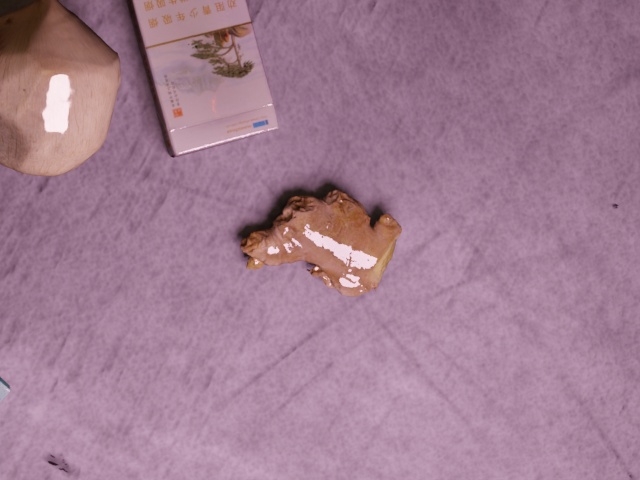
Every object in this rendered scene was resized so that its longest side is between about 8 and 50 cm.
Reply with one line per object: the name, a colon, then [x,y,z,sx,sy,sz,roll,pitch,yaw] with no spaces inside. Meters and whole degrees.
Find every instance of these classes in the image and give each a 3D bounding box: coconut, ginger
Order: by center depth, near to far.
coconut: [-0.351,-0.197,1.501,0.224,0.224,0.224,-1,94,-14]
ginger: [0.002,-0.004,1.668,0.213,0.074,0.137,16,90,-9]

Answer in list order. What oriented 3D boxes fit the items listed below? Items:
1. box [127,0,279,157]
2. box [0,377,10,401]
box: [-0.157,-0.241,1.613,0.149,0.067,0.233,-16,97,-11]
box: [-0.538,0.176,1.558,0.229,0.041,0.162,44,83,-13]
